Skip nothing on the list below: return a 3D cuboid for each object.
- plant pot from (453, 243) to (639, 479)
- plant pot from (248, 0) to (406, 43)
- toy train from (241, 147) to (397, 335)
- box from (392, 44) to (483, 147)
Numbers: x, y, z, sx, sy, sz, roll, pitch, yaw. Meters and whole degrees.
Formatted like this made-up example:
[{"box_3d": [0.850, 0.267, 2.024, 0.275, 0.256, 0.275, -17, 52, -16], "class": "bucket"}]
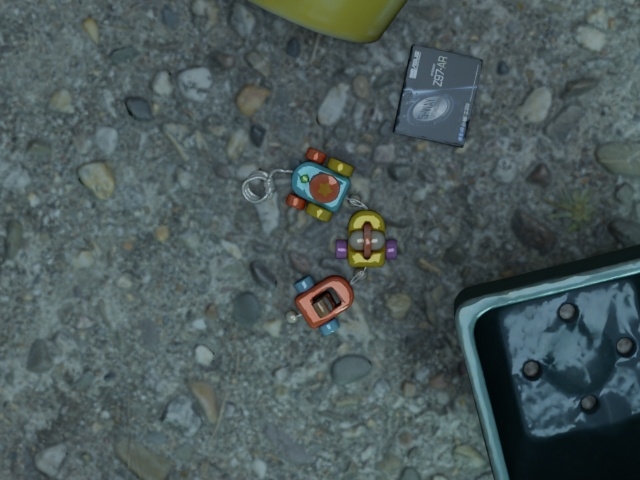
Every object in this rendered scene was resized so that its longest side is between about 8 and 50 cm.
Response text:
[{"box_3d": [0.243, 0.124, 1.035, 0.247, 0.252, 0.248, -14, 96, 0], "class": "plant pot"}, {"box_3d": [0.021, -0.304, 1.005, 0.254, 0.254, 0.239, 25, 110, -3], "class": "plant pot"}, {"box_3d": [0.000, 0.000, 1.123, 0.125, 0.046, 0.166, -26, 96, 2], "class": "toy train"}, {"box_3d": [0.107, -0.132, 1.124, 0.067, 0.018, 0.083, 13, 96, -2], "class": "box"}]
